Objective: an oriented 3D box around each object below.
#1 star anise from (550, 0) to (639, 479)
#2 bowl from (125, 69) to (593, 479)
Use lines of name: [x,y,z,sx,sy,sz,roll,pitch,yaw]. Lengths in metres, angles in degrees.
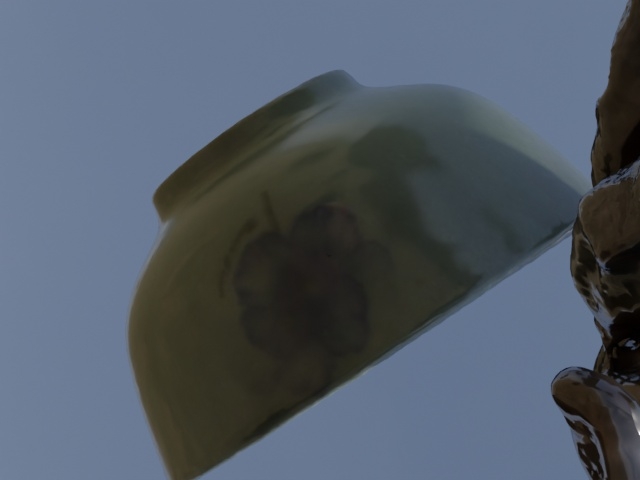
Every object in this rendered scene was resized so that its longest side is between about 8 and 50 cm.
star anise: [0.139,0.014,0.645,0.359,0.139,0.316,50,35,-48]
bowl: [0.000,0.000,1.051,0.146,0.289,0.289,56,-29,2]
